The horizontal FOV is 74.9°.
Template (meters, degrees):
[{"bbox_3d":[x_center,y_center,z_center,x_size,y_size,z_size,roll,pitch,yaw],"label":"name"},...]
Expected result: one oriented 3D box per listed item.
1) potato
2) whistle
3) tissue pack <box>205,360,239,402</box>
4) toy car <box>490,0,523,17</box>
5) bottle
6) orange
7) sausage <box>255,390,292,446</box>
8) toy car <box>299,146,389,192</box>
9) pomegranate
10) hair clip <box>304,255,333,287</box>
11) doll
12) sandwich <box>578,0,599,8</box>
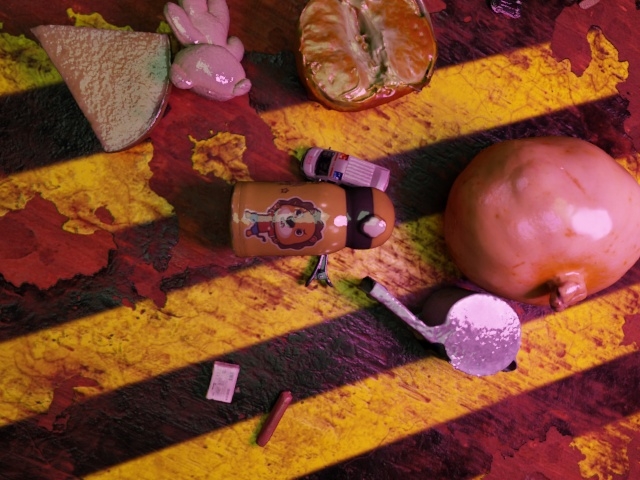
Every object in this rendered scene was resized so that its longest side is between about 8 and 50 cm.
[{"bbox_3d":[-0.454,-0.312,0.909,0.270,0.112,0.254,-2,93,-10],"label":"potato"},{"bbox_3d":[0.279,0.201,1.000,0.406,0.168,0.188,9,89,-4],"label":"whistle"},{"bbox_3d":[-0.231,0.333,0.986,0.062,0.042,0.083,13,89,-10],"label":"tissue pack"},{"bbox_3d":[0.482,-0.608,1.085,0.094,0.025,0.041,11,88,-12],"label":"toy car"},{"bbox_3d":[-0.014,-0.050,0.922,0.352,0.171,0.171,-2,91,1],"label":"bottle"},{"bbox_3d":[0.099,-0.436,0.948,0.335,0.196,0.262,-25,109,-3],"label":"orange"},{"bbox_3d":[-0.112,0.431,1.011,0.030,0.035,0.146,28,88,13],"label":"sausage"},{"bbox_3d":[0.056,-0.161,0.988,0.210,0.108,0.089,19,88,-8],"label":"toy car"},{"bbox_3d":[0.483,-0.026,0.918,0.413,0.411,0.410,0,91,-8],"label":"pomegranate"},{"bbox_3d":[0.000,0.000,1.024,0.070,0.039,0.229,2,86,-7],"label":"hair clip"},{"bbox_3d":[-0.254,-0.436,0.931,0.175,0.149,0.277,-2,78,-19],"label":"doll"},{"bbox_3d":[0.712,-0.642,1.114,0.031,0.044,0.083,31,44,-12],"label":"sandwich"}]
